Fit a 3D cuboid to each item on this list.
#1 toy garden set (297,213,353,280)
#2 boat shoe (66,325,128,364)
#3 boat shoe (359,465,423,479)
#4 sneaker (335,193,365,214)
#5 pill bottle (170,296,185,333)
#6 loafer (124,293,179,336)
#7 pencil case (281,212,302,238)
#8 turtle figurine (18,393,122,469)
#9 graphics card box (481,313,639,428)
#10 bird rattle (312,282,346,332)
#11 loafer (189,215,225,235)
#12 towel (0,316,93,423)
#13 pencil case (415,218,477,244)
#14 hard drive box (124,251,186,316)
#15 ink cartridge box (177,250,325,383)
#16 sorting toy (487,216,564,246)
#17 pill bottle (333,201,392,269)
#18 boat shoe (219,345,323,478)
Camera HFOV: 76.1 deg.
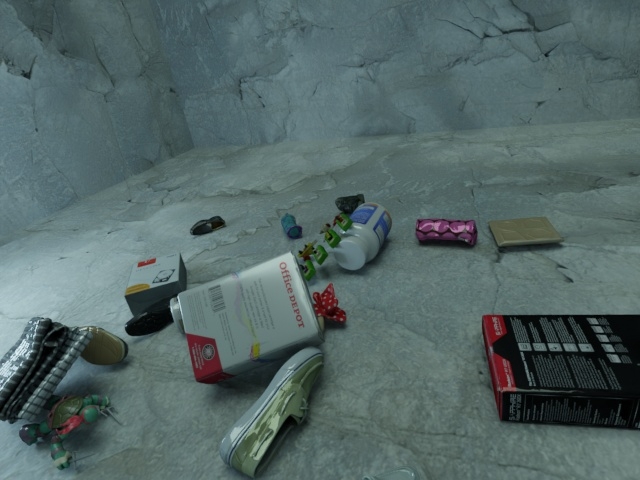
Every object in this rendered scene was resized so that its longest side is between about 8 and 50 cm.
[{"bbox_3d":[0.000,0.000,1.408,0.244,0.049,0.204,-53,15,6],"label":"toy garden set"},{"bbox_3d":[-0.663,0.296,1.194,0.285,0.103,0.092,1,-4,21],"label":"boat shoe"},{"bbox_3d":[0.075,0.431,0.659,0.227,0.081,0.079,-23,29,-23],"label":"boat shoe"},{"bbox_3d":[0.131,-0.136,1.752,0.130,0.087,0.227,-10,23,6],"label":"sneaker"},{"bbox_3d":[-0.346,0.200,1.241,0.186,0.112,0.112,-18,27,-12],"label":"pill bottle"},{"bbox_3d":[-0.508,0.231,1.292,0.223,0.076,0.078,-27,25,-38],"label":"loafer"},{"bbox_3d":[-0.122,-0.061,1.719,0.070,0.065,0.152,-30,29,-2],"label":"pencil case"},{"bbox_3d":[-0.562,0.406,0.927,0.234,0.118,0.175,-7,22,24],"label":"turtle figurine"},{"bbox_3d":[0.536,0.251,0.824,0.370,0.094,0.233,-4,27,15],"label":"graphics card box"},{"bbox_3d":[-0.058,0.224,1.127,0.253,0.143,0.207,8,41,8],"label":"bird rattle"},{"bbox_3d":[-0.519,-0.066,1.889,0.170,0.062,0.061,-32,38,-33],"label":"loafer"},{"bbox_3d":[-0.716,0.307,1.006,0.283,0.121,0.235,-13,44,47],"label":"towel"},{"bbox_3d":[0.435,-0.030,1.425,0.209,0.095,0.098,2,50,28],"label":"pencil case"},{"bbox_3d":[-0.579,0.148,1.459,0.181,0.089,0.232,-16,27,-11],"label":"hard drive box"},{"bbox_3d":[-0.168,0.193,1.013,0.306,0.131,0.226,-19,65,-1],"label":"ink cartridge box"},{"bbox_3d":[0.684,-0.026,1.381,0.192,0.038,0.208,-5,23,13],"label":"sorting toy"},{"bbox_3d":[0.145,-0.014,1.429,0.152,0.152,0.272,3,30,26],"label":"pill bottle"},{"bbox_3d":[-0.076,0.357,0.867,0.094,0.109,0.302,25,50,27],"label":"boat shoe"}]
